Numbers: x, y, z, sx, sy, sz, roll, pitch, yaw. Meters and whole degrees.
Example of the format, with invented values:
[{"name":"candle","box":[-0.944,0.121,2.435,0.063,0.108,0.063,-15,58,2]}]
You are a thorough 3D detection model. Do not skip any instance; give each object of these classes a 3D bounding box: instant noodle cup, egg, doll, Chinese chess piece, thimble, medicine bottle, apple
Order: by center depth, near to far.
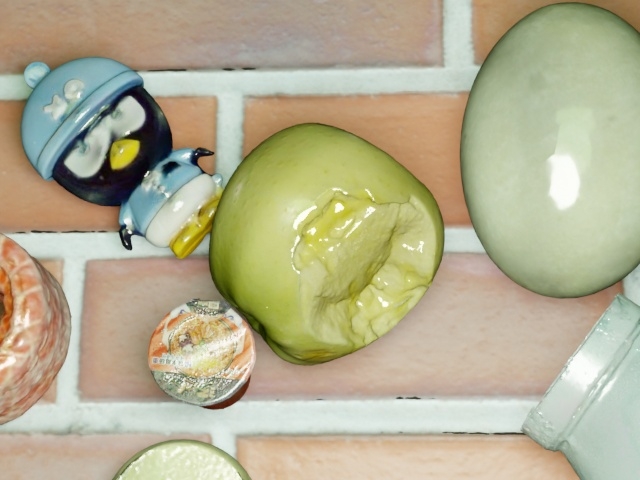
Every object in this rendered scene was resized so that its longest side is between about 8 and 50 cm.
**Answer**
[{"name":"medicine bottle","box":[0.393,0.216,1.584,0.290,0.245,0.245,37,79,13]},{"name":"apple","box":[0.000,0.000,1.671,0.279,0.279,0.279,-1,73,3]},{"name":"Chinese chess piece","box":[-0.162,0.327,1.673,0.188,0.083,0.188,0,74,0]},{"name":"egg","box":[0.292,-0.107,1.686,0.258,0.258,0.352,8,79,6]},{"name":"instant noodle cup","box":[-0.133,0.146,1.695,0.127,0.135,0.127,-1,73,3]},{"name":"thimble","box":[-0.428,0.104,1.713,0.239,0.162,0.239,-1,72,3]},{"name":"doll","box":[-0.254,-0.114,1.782,0.314,0.141,0.177,41,84,11]}]
